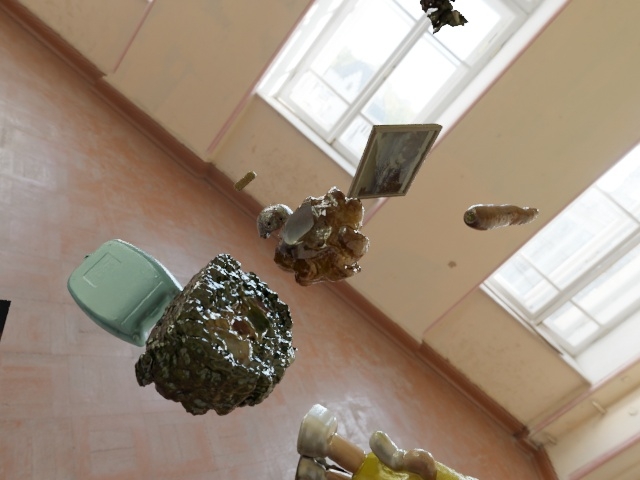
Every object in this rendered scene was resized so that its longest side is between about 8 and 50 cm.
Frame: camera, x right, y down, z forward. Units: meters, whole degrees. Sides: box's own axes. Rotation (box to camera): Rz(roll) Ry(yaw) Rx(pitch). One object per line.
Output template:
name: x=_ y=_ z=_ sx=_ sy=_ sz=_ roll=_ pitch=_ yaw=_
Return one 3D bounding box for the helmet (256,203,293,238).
helmet: x=-0.170 y=-0.081 z=1.537 sx=0.177 sy=0.153 sz=0.107 roll=128 pitch=-60 yaw=-85

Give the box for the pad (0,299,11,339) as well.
pad: x=-0.628 y=0.224 z=0.743 sx=0.004 sy=0.243 sz=0.163 roll=8 pitch=-13 yaw=-10

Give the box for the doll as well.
doll: x=0.123 y=0.472 z=0.745 sx=0.423 sy=0.348 sz=0.161 roll=39 pitch=41 yaw=8

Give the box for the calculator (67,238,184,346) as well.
calculator: x=-0.618 y=0.141 z=1.287 sx=0.386 sy=0.256 sz=0.054 roll=30 pitch=-23 yaw=23

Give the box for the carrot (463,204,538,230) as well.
carrot: x=0.258 y=-0.035 z=0.581 sx=0.165 sy=0.035 sz=0.035 roll=-6 pitch=46 yaw=-36

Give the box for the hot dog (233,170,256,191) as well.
hot dog: x=-0.251 y=-0.202 z=1.390 sx=0.030 sy=0.090 sz=0.034 roll=50 pitch=20 yaw=-11

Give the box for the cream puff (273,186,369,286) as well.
cream puff: x=0.000 y=0.000 z=1.035 sx=0.155 sy=0.269 sz=0.241 roll=37 pitch=30 yaw=-49

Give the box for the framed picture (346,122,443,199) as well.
framed picture: x=0.227 y=-0.244 z=1.325 sx=0.232 sy=0.315 sz=0.024 roll=-7 pitch=56 yaw=-18

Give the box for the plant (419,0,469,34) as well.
plant: x=0.338 y=-0.673 z=1.127 sx=0.203 sy=0.142 sz=0.131 roll=64 pitch=-11 yaw=-23

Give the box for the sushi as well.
sushi: x=-0.202 y=0.214 z=0.921 sx=0.294 sy=0.178 sz=0.352 roll=41 pitch=21 yaw=-13
